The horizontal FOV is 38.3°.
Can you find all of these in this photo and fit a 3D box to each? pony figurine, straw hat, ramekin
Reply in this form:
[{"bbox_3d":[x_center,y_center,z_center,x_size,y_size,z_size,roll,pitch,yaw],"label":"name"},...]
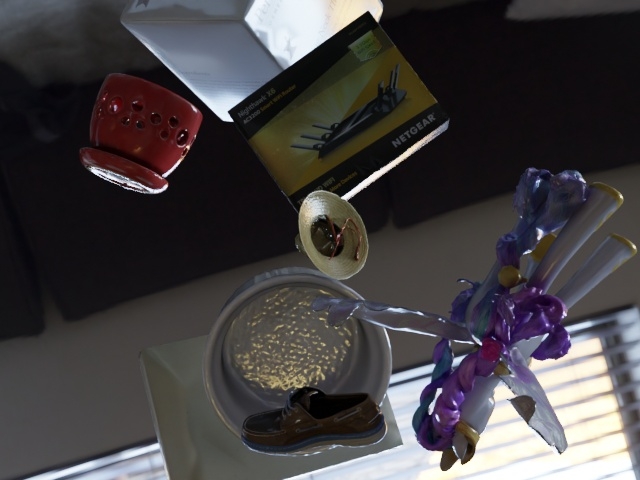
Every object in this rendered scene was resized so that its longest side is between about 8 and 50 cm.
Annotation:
[{"bbox_3d":[0.203,0.096,1.039,0.363,0.303,0.351,-55,151,-3],"label":"pony figurine"},{"bbox_3d":[0.000,0.000,1.355,0.061,0.144,0.144,-20,176,42],"label":"straw hat"},{"bbox_3d":[-0.040,0.172,1.400,0.277,0.277,0.135,-15,-167,-4],"label":"ramekin"}]

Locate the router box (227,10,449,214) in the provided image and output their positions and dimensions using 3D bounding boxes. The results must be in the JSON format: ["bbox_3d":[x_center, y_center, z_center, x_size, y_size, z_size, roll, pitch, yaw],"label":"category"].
[{"bbox_3d":[0.032,-0.212,1.617,0.309,0.243,0.081,-36,172,1],"label":"router box"}]

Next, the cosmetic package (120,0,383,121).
[{"bbox_3d":[-0.131,-0.474,1.923,0.327,0.329,0.393,9,160,34],"label":"cosmetic package"}]

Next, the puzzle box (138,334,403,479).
[{"bbox_3d":[-0.083,0.278,1.584,0.409,0.272,0.052,-10,160,-21],"label":"puzzle box"}]

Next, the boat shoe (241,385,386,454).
[{"bbox_3d":[-0.014,0.211,1.119,0.183,0.066,0.066,-9,-154,13],"label":"boat shoe"}]

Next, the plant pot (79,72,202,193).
[{"bbox_3d":[-0.330,-0.186,1.677,0.191,0.174,0.191,18,171,3],"label":"plant pot"}]
